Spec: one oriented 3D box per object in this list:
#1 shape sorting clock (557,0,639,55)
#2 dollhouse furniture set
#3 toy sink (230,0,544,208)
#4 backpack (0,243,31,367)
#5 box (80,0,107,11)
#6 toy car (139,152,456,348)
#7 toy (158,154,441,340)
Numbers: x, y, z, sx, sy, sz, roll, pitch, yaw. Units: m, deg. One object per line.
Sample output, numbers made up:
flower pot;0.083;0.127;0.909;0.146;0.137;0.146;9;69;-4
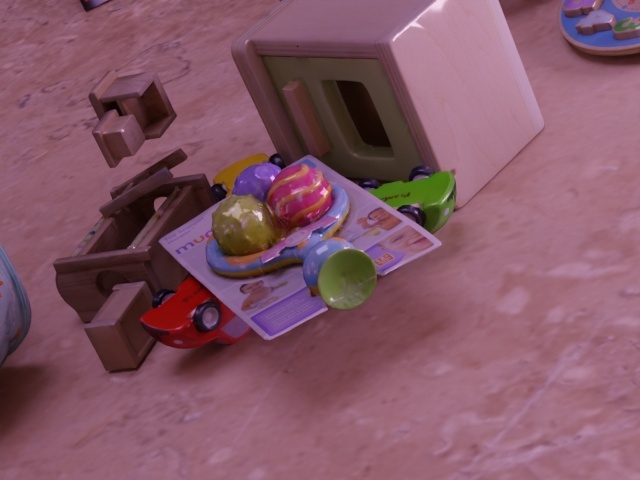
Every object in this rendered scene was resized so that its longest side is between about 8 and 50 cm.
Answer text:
shape sorting clock;0.289;-0.222;1.595;0.206;0.040;0.206;-21;33;15
dollhouse furniture set;-0.175;-0.016;1.485;0.101;0.161;0.182;-8;30;30
toy sink;0.031;-0.124;1.525;0.234;0.153;0.131;9;42;46
backpack;-0.346;0.042;1.454;0.253;0.225;0.191;-3;39;28
box;-0.242;-0.333;2.248;0.114;0.036;0.207;-26;27;-3
toy car;0.000;0.000;1.435;0.225;0.053;0.239;-11;30;22
toy;-0.028;-0.016;1.364;0.137;0.056;0.237;-29;29;-12
